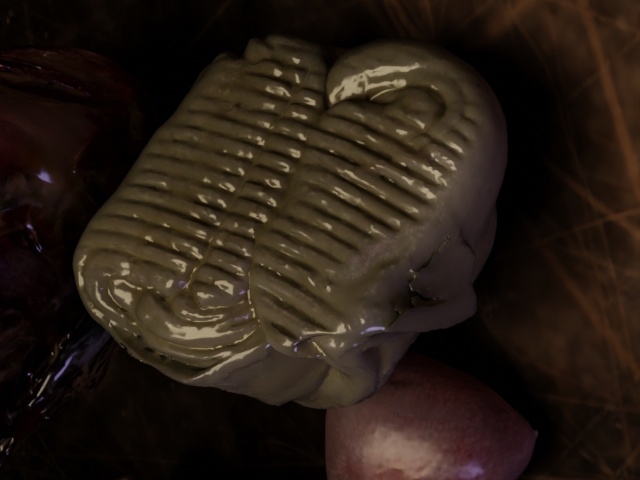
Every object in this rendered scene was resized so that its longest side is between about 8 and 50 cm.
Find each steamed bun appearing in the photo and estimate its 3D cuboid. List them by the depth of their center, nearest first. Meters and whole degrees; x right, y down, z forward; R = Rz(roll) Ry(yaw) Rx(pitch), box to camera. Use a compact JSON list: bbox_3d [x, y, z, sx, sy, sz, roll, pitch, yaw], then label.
[{"bbox_3d":[0.002,0.000,0.931,0.211,0.144,0.218,19,73,32],"label":"steamed bun"}]

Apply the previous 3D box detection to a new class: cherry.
[{"bbox_3d":[0.051,0.111,0.965,0.126,0.087,0.106,-21,92,48],"label":"cherry"}]

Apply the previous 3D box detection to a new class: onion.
[{"bbox_3d":[-0.225,0.014,1.031,0.232,0.314,0.314,31,127,2],"label":"onion"}]

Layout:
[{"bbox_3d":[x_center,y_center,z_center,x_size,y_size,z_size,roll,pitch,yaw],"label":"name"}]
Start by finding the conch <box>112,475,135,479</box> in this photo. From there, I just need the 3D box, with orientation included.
[{"bbox_3d":[-0.121,0.313,1.124,0.352,0.210,0.297,110,138,-65],"label":"conch"}]
